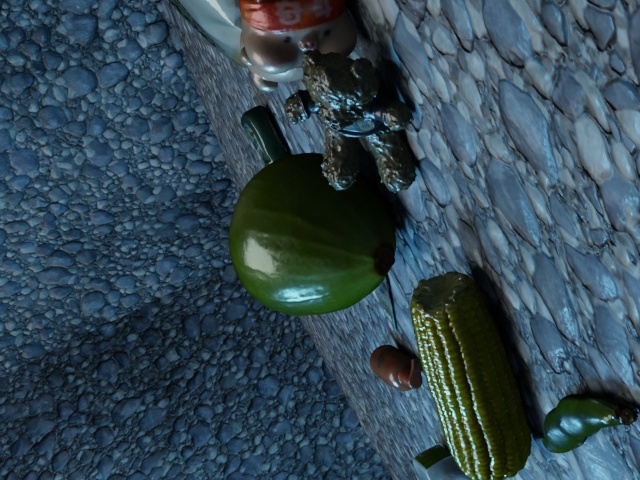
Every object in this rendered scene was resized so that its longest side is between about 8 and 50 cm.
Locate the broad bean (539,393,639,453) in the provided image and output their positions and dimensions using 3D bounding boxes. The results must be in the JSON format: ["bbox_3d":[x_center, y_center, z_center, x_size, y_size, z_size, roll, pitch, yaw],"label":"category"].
[{"bbox_3d":[0.306,0.214,1.010,0.060,0.043,0.297,51,167,16],"label":"broad bean"}]

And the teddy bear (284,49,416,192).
[{"bbox_3d":[0.042,-0.175,1.171,0.251,0.181,0.129,67,-156,-55],"label":"teddy bear"}]

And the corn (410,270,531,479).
[{"bbox_3d":[0.217,0.204,1.225,0.345,0.131,0.131,67,171,-27],"label":"corn"}]

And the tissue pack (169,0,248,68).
[{"bbox_3d":[-0.173,-0.461,1.464,0.376,0.195,0.390,53,175,-16],"label":"tissue pack"}]

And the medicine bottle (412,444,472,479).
[{"bbox_3d":[0.295,0.563,1.957,0.132,0.088,0.188,64,171,-3],"label":"medicine bottle"}]

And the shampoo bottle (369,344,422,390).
[{"bbox_3d":[0.178,0.289,1.893,0.086,0.085,0.244,65,169,-5],"label":"shampoo bottle"}]

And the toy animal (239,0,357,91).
[{"bbox_3d":[-0.037,-0.302,1.176,0.171,0.171,0.198,63,169,6],"label":"toy animal"}]

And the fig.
[{"bbox_3d":[0.000,0.000,1.474,0.316,0.316,0.316,61,171,16],"label":"fig"}]

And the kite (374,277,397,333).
[{"bbox_3d":[0.107,0.064,1.886,0.335,0.011,0.314,66,172,-7],"label":"kite"}]

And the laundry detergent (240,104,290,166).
[{"bbox_3d":[-0.125,-0.233,2.192,0.222,0.078,0.144,61,173,5],"label":"laundry detergent"}]
